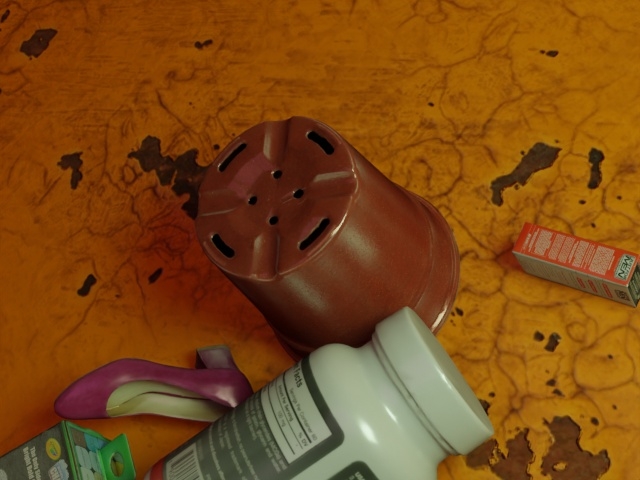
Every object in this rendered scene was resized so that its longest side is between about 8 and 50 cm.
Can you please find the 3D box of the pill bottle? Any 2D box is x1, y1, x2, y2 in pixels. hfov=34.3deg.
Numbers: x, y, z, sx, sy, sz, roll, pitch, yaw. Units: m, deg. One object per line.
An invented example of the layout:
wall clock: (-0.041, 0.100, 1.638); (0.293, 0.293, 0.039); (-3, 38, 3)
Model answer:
pill bottle: (-0.002, 0.248, 1.163); (0.363, 0.210, 0.210); (-35, 56, 7)

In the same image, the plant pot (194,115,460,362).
plant pot: (0.000, 0.000, 1.246); (0.272, 0.265, 0.273); (-11, 63, 21)

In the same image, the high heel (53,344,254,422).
high heel: (-0.206, 0.210, 1.312); (0.244, 0.082, 0.117); (-9, 44, -23)

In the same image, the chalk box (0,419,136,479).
chalk box: (-0.322, 0.326, 1.332); (0.213, 0.132, 0.132); (-29, 56, 10)

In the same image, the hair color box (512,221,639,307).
hair color box: (0.301, 0.028, 1.202); (0.141, 0.072, 0.043); (19, 76, 31)
